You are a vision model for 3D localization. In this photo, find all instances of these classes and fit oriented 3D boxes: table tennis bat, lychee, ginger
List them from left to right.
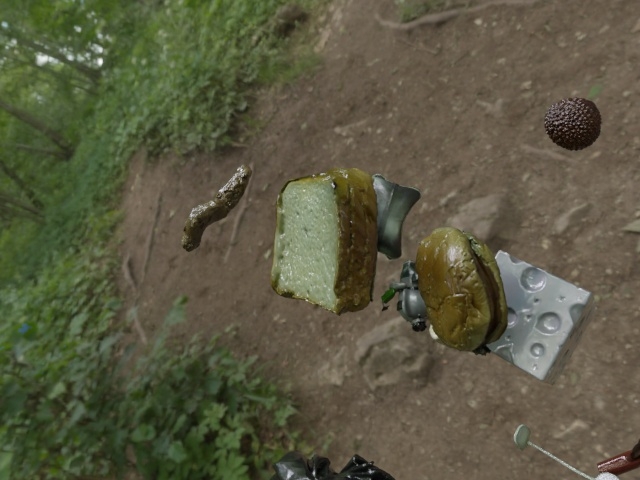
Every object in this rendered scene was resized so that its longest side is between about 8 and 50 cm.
[{"bbox_3d":[-0.290,-0.094,1.408,0.290,0.084,0.122,-49,19,-2],"label":"ginger"},{"bbox_3d":[0.591,-0.276,1.206,0.123,0.129,0.123,-60,-14,-26],"label":"lychee"},{"bbox_3d":[0.997,0.586,1.474,0.415,0.268,0.051,-42,38,28],"label":"table tennis bat"}]

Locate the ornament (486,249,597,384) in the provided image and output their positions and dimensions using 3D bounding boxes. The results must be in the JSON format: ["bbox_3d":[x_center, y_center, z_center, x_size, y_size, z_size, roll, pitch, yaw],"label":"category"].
[{"bbox_3d":[0.535,0.203,1.327,0.239,0.240,0.240,30,90,34],"label":"ornament"}]

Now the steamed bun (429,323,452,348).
[{"bbox_3d":[0.558,0.267,1.865,0.276,0.203,0.289,-27,29,43],"label":"steamed bun"}]

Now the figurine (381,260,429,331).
[{"bbox_3d":[0.256,0.154,1.399,0.126,0.147,0.192,-34,50,50],"label":"figurine"}]

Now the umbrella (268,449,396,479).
[{"bbox_3d":[0.027,0.297,0.568,0.340,0.118,0.118,-35,43,57],"label":"umbrella"}]

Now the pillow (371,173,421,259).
[{"bbox_3d":[0.114,-0.041,0.902,0.091,0.055,0.135,22,93,31],"label":"pillow"}]

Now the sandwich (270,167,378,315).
[{"bbox_3d":[0.001,0.000,0.863,0.251,0.087,0.226,1,92,62],"label":"sandwich"}]

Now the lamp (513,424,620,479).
[{"bbox_3d":[0.471,0.425,0.983,0.198,0.056,0.050,20,62,43],"label":"lamp"}]

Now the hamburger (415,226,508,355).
[{"bbox_3d":[0.321,0.114,1.147,0.211,0.132,0.309,149,110,-78],"label":"hamburger"}]
